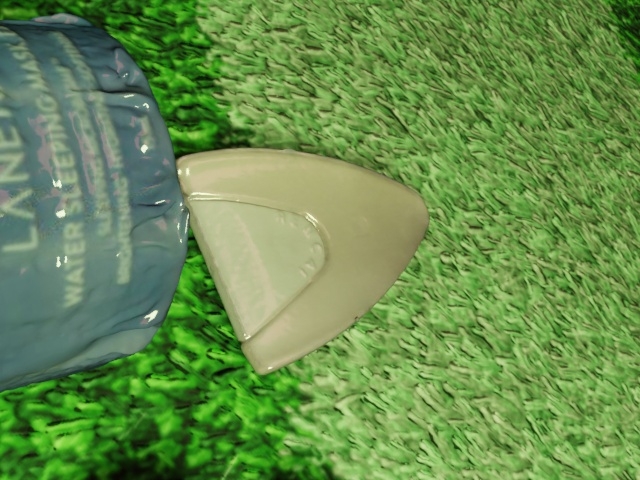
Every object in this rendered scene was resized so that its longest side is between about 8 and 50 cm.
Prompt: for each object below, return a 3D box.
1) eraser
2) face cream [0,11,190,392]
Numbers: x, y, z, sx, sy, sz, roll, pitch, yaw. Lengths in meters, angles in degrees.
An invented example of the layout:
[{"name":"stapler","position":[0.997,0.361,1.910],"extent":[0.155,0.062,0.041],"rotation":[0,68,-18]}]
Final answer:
[{"name":"eraser","position":[-0.001,0.001,0.852],"extent":[0.243,0.059,0.204],"rotation":[-14,74,-35]},{"name":"face cream","position":[-0.236,-0.019,0.576],"extent":[0.225,0.249,0.249],"rotation":[-13,73,-41]}]
